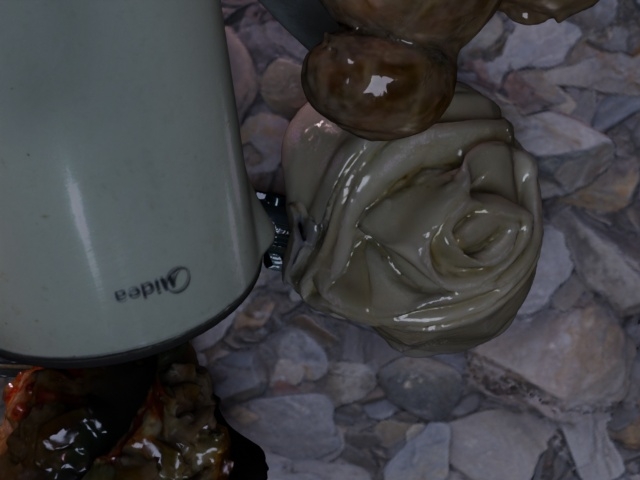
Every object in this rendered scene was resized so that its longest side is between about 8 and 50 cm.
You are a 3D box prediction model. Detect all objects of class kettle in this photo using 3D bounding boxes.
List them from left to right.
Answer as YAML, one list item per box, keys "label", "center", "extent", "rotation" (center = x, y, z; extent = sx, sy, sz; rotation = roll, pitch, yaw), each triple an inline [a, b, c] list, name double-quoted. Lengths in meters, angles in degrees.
- label: "kettle"
  center: [-0.226, -0.102, 1.232]
  extent: [0.361, 0.250, 0.376]
  rotation: [-21, 120, -18]

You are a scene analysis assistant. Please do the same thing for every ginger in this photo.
- label: "ginger"
  center: [0.084, -0.215, 1.280]
  extent: [0.304, 0.155, 0.244]
  rotation: [-42, 123, -28]

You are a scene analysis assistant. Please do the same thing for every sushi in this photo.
- label: "sushi"
  center: [-0.179, 0.174, 1.434]
  extent: [0.225, 0.238, 0.218]
  rotation: [-24, 128, 13]

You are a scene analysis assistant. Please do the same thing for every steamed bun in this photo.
- label: "steamed bun"
  center: [0.081, -0.015, 1.391]
  extent: [0.211, 0.144, 0.218]
  rotation: [0, 93, -22]

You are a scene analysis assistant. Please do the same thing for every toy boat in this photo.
- label: "toy boat"
  center: [0.000, 0.000, 1.470]
  extent: [0.141, 0.055, 0.060]
  rotation: [13, 101, -10]

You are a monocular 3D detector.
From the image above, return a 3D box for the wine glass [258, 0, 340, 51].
- label: "wine glass"
  center: [-0.020, -0.231, 1.350]
  extent: [0.111, 0.111, 0.204]
  rotation: [-33, 111, 9]

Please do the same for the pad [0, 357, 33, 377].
- label: "pad"
  center: [-0.351, 0.035, 1.460]
  extent: [0.376, 0.063, 0.314]
  rotation: [2, 111, -4]
